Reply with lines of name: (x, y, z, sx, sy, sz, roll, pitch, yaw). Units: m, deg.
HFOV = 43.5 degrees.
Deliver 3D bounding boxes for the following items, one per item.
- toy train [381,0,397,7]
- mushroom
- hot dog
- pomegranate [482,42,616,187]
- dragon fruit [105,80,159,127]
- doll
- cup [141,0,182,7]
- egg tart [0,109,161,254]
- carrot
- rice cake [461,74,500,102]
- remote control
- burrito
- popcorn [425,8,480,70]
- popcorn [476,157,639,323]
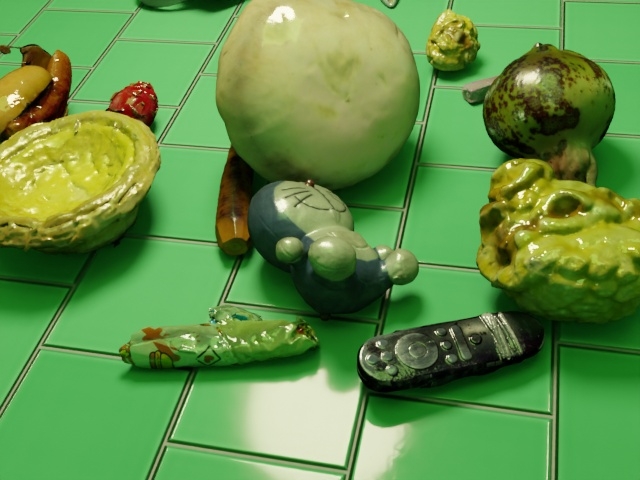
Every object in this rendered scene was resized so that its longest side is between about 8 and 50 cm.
toy train: (0.156, -0.639, 1.936, 0.055, 0.048, 0.252, -8, 44, 2)
mushroom: (-0.012, -0.277, 1.380, 0.353, 0.325, 0.353, -8, 47, 9)
hot dog: (-0.551, -0.265, 1.527, 0.107, 0.194, 0.326, 2, 57, 18)
pomegranate: (0.398, -0.197, 1.339, 0.222, 0.204, 0.276, -3, 45, -19)
dragon fruit: (-0.390, -0.230, 1.563, 0.190, 0.094, 0.094, -42, 51, -4)
doll: (0.000, 0.000, 1.221, 0.228, 0.154, 0.258, 3, 40, -40)
cup: (-0.313, -0.669, 1.927, 0.301, 0.227, 0.257, -45, 55, 3)
egg tart: (-0.428, -0.081, 1.363, 0.345, 0.132, 0.345, -3, 43, 3)
carrot: (-0.144, -0.097, 1.397, 0.066, 0.066, 0.314, -5, 43, 2)
rice cake: (0.376, -0.315, 1.582, 0.207, 0.036, 0.047, -18, 41, -11)
remote control: (0.179, 0.156, 1.107, 0.266, 0.066, 0.090, -10, 57, -9)
burrito: (-0.144, 0.135, 1.167, 0.288, 0.054, 0.104, -3, 42, 5)
popcorn: (0.270, -0.399, 1.627, 0.106, 0.116, 0.120, 26, 50, 7)
popcorn: (0.337, 0.010, 1.148, 0.286, 0.174, 0.225, 32, 53, 26)
